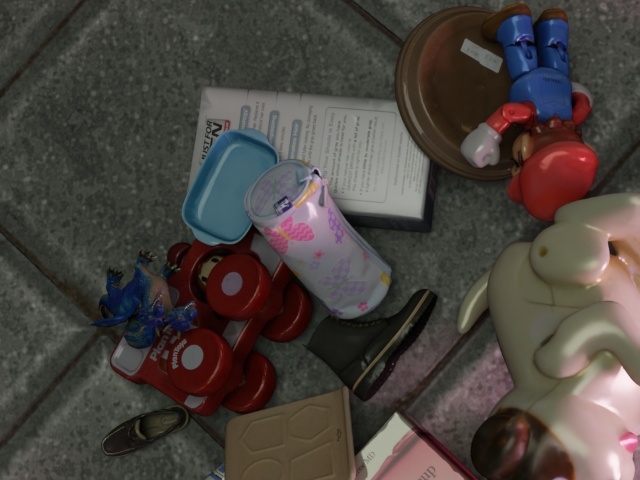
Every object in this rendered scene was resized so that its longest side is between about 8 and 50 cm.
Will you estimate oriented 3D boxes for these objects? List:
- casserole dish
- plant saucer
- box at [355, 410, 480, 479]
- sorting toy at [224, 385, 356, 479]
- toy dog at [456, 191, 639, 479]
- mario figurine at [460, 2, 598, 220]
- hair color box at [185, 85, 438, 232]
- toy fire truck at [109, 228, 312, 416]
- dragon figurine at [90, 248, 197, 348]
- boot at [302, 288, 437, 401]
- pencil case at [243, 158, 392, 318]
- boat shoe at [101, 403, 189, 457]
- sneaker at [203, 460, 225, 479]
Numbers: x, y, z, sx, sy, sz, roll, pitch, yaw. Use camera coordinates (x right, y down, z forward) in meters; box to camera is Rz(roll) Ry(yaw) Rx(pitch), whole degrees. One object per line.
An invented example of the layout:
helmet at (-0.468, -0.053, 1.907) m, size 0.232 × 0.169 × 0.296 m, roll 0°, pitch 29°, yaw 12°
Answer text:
casserole dish at (-0.133, -0.079, 1.904) m, size 0.114 × 0.037 × 0.188 m, roll 24°, pitch 85°, yaw 15°
plant saucer at (0.245, -0.228, 1.898) m, size 0.278 × 0.041 × 0.277 m, roll 4°, pitch 78°, yaw -19°
box at (0.154, 0.381, 1.838) m, size 0.232 × 0.127 × 0.148 m, roll 42°, pitch 91°, yaw 14°
sorting toy at (-0.046, 0.315, 1.850) m, size 0.208 × 0.038 × 0.193 m, roll -19°, pitch 36°, yaw 11°
toy dog at (0.334, 0.177, 1.717) m, size 0.395 × 0.284 × 0.407 m, roll -1°, pitch 58°, yaw 28°
mario figurine at (0.306, -0.176, 1.846) m, size 0.198 × 0.170 × 0.320 m, roll -8°, pitch 69°, yaw 12°
hair color box at (-0.007, -0.127, 1.964) m, size 0.375 × 0.113 × 0.185 m, roll 6°, pitch 81°, yaw 11°
toy fire truck at (-0.176, 0.113, 1.944) m, size 0.254 × 0.169 × 0.302 m, roll 25°, pitch 85°, yaw 33°
dragon figurine at (-0.289, 0.109, 1.902) m, size 0.289 × 0.085 × 0.144 m, roll -24°, pitch 44°, yaw 42°
boot at (0.074, 0.128, 1.928) m, size 0.137 × 0.077 × 0.198 m, roll 37°, pitch 88°, yaw 20°
pencil case at (0.000, 0.000, 1.859) m, size 0.124 × 0.273 × 0.113 m, roll -35°, pitch 39°, yaw 2°
boat shoe at (-0.282, 0.298, 1.978) m, size 0.152 × 0.049 × 0.056 m, roll -27°, pitch 77°, yaw 6°
sneaker at (-0.128, 0.368, 1.933) m, size 0.211 × 0.080 × 0.081 m, roll -27°, pitch 48°, yaw 9°
